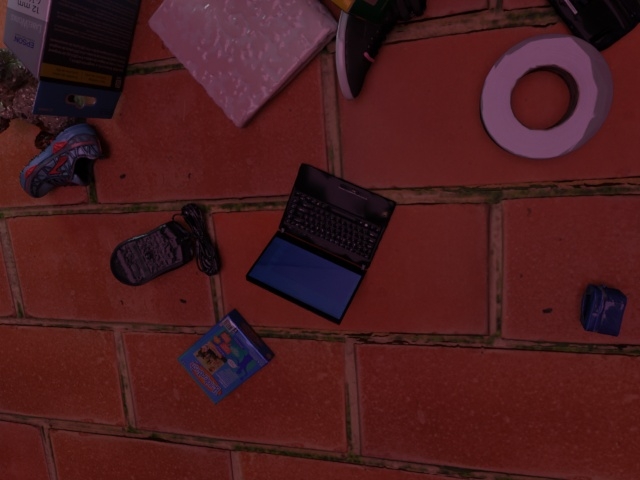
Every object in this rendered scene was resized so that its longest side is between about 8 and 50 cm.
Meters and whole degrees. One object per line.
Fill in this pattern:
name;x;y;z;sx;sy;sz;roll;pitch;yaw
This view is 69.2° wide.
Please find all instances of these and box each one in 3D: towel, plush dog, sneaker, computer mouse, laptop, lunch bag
towel;-0.171;-0.464;1.001;0.317;0.053;0.332;-41;88;21
plush dog;-0.704;-0.353;1.138;0.225;0.210;0.262;39;138;-9
sneaker;-0.652;-0.176;1.178;0.262;0.104;0.125;-37;92;20
computer mouse;-0.393;0.032;1.171;0.272;0.072;0.188;-19;94;7
laptop;0.000;0.000;1.007;0.234;0.136;0.264;25;108;9
lunch bag;0.549;0.133;0.912;0.065;0.067;0.098;7;103;14
sneaker;0.121;-0.418;0.896;0.147;0.104;0.295;13;101;19

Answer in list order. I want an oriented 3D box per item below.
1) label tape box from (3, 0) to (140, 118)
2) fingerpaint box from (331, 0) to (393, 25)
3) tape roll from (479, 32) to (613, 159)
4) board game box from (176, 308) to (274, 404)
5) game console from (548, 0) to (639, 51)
label tape box;-0.532;-0.451;1.004;0.115;0.249;0.347;25;107;9
fingerpaint box;0.059;-0.649;0.720;0.371;0.163;0.444;42;118;10
tape roll;0.411;-0.262;0.864;0.219;0.072;0.219;3;102;16
board game box;-0.245;0.300;1.191;0.210;0.047;0.160;-40;89;20
game console;0.412;-0.493;0.829;0.213;0.044;0.361;-37;90;23
